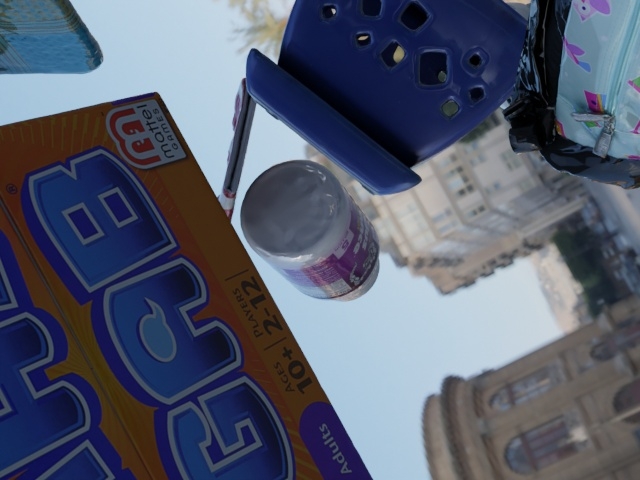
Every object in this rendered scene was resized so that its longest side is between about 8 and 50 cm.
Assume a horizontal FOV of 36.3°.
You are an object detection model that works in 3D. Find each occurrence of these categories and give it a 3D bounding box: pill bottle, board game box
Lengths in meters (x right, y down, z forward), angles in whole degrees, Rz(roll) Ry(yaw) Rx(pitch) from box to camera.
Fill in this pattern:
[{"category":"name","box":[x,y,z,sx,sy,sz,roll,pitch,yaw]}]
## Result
[{"category":"pill bottle","box":[0.000,0.000,1.563,0.169,0.169,0.301,68,-171,24]},{"category":"board game box","box":[-0.257,0.153,0.742,0.356,0.356,0.356,-25,-96,-48]}]

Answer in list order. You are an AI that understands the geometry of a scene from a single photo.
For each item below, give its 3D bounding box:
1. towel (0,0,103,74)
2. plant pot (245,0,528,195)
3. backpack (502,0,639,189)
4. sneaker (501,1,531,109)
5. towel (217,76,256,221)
[{"category":"towel","box":[-0.424,-0.277,1.136,0.370,0.272,0.040,83,-174,-77]},{"category":"plant pot","box":[0.061,-0.174,0.994,0.236,0.212,0.236,39,-176,-1]},{"category":"backpack","box":[0.150,-0.121,0.401,0.182,0.115,0.151,83,-155,-61]},{"category":"sneaker","box":[0.228,-0.217,1.223,0.330,0.146,0.122,-89,8,-61]},{"category":"towel","box":[-0.146,-0.062,1.498,0.329,0.037,0.237,109,171,-53]}]
